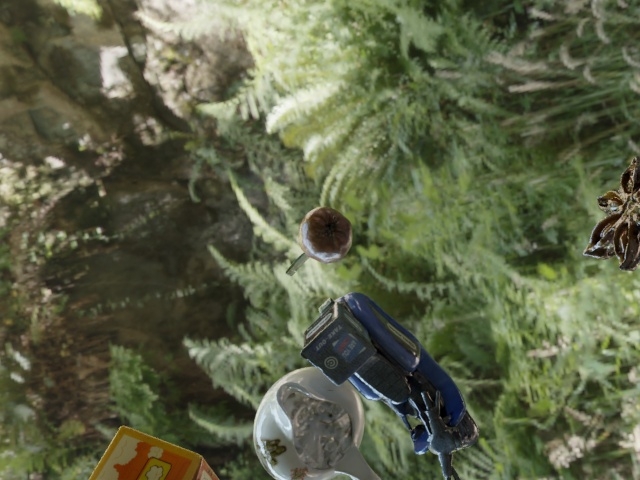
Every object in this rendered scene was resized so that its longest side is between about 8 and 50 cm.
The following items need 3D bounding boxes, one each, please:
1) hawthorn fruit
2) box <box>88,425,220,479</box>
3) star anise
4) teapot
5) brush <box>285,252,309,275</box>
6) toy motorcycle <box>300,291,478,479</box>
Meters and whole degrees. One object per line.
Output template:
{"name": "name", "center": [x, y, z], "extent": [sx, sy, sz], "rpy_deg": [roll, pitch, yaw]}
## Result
{"name": "hawthorn fruit", "center": [0.000, 0.000, 0.960], "extent": [0.103, 0.066, 0.067], "rpy_deg": [133, 132, -63]}
{"name": "box", "center": [-0.313, 0.555, 1.523], "extent": [0.260, 0.213, 0.284], "rpy_deg": [-63, -30, -31]}
{"name": "star anise", "center": [0.605, -0.042, 1.545], "extent": [0.099, 0.220, 0.214], "rpy_deg": [29, -166, -13]}
{"name": "teapot", "center": [-0.004, 0.324, 1.345], "extent": [0.298, 0.139, 0.204], "rpy_deg": [45, -110, -28]}
{"name": "brush", "center": [-0.029, 0.021, 2.069], "extent": [0.030, 0.178, 0.033], "rpy_deg": [49, -172, 29]}
{"name": "toy motorcycle", "center": [0.122, 0.228, 1.234], "extent": [0.358, 0.125, 0.213], "rpy_deg": [42, -167, -13]}
